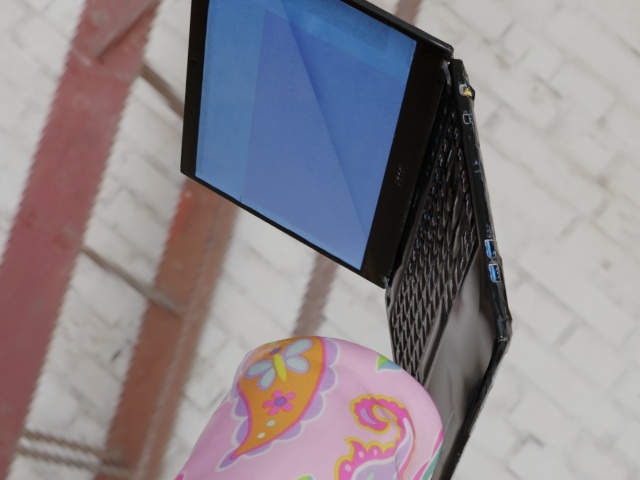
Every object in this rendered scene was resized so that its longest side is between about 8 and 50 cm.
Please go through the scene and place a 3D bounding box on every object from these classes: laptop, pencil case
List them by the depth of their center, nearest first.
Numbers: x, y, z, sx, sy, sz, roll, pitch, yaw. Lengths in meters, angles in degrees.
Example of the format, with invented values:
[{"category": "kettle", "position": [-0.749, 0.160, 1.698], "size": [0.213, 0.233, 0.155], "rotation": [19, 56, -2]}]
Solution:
[{"category": "pencil case", "position": [-0.041, 0.169, 0.744], "size": [0.124, 0.284, 0.124], "rotation": [15, -48, 17]}, {"category": "laptop", "position": [0.000, 0.000, 0.885], "size": [0.234, 0.137, 0.264], "rotation": [101, -14, -56]}]
